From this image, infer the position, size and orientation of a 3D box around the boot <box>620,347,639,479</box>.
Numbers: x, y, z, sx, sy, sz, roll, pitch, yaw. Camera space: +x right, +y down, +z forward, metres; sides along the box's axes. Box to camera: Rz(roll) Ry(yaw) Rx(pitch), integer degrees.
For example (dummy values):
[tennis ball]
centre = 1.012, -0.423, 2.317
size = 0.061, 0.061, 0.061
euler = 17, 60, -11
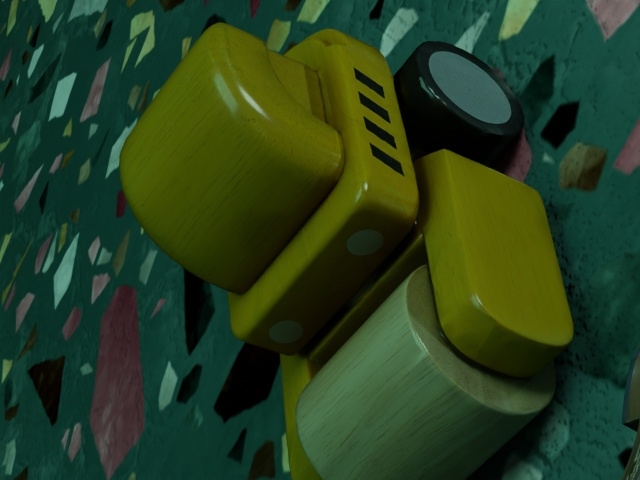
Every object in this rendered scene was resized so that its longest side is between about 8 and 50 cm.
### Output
[boot]
centre = 0.199, 0.129, 0.719
size = 0.106, 0.082, 0.219
euler = -36, 40, 51

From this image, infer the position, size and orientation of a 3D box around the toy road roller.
[toy road roller]
centre = 0.000, 0.000, 0.990
size = 0.202, 0.240, 0.329
euler = -50, 34, 35
